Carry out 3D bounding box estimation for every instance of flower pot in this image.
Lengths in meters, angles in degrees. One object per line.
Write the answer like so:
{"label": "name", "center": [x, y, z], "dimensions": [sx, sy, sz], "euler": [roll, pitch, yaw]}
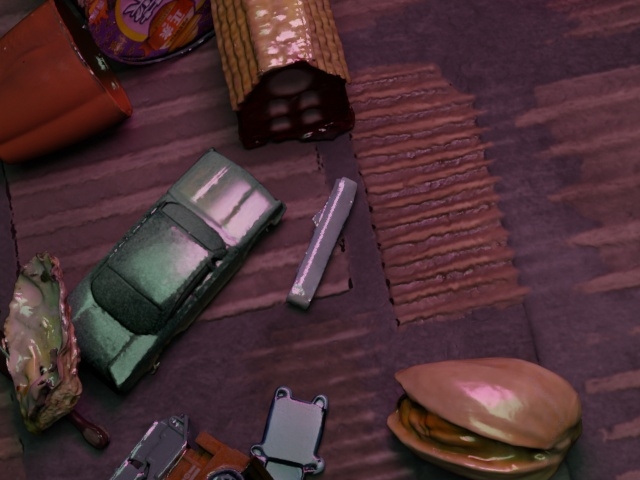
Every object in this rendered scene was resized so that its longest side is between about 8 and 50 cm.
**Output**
{"label": "flower pot", "center": [-0.357, -0.191, 1.848], "dimensions": [0.173, 0.190, 0.191], "euler": [-33, 73, 5]}

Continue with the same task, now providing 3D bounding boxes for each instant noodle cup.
{"label": "instant noodle cup", "center": [-0.245, -0.435, 1.853], "dimensions": [0.340, 0.340, 0.266], "euler": [-41, 66, -11]}

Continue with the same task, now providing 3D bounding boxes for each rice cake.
{"label": "rice cake", "center": [0.000, 0.000, 1.833], "dimensions": [0.042, 0.030, 0.180], "euler": [24, 73, -4]}

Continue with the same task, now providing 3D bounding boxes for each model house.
{"label": "model house", "center": [-0.054, -0.253, 1.808], "dimensions": [0.160, 0.254, 0.196], "euler": [-13, 70, 1]}

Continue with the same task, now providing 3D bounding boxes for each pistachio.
{"label": "pistachio", "center": [0.193, 0.205, 1.701], "dimensions": [0.229, 0.157, 0.157], "euler": [10, 71, 11]}

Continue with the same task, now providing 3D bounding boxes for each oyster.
{"label": "oyster", "center": [-0.321, 0.119, 1.722], "dimensions": [0.072, 0.132, 0.209], "euler": [4, 73, -43]}

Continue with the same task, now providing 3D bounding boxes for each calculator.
{"label": "calculator", "center": [-0.036, 0.249, 1.756], "dimensions": [0.094, 0.019, 0.141], "euler": [12, 73, 7]}

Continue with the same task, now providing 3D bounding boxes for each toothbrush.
{"label": "toothbrush", "center": [-0.398, 0.137, 1.796], "dimensions": [0.364, 0.041, 0.041], "euler": [39, 76, 13]}

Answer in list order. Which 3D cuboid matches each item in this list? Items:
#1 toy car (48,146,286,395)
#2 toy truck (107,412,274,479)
{"label": "toy car", "center": [-0.188, 0.033, 1.794], "dimensions": [0.141, 0.097, 0.321], "euler": [38, 77, 13]}
{"label": "toy truck", "center": [-0.211, 0.369, 1.664], "dimensions": [0.184, 0.133, 0.338], "euler": [30, 72, 30]}
